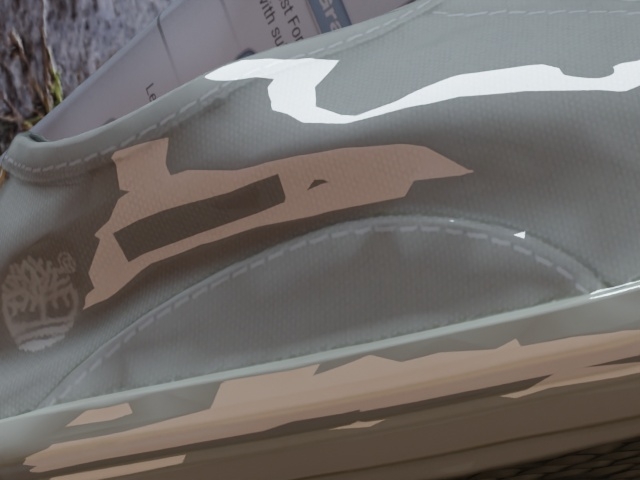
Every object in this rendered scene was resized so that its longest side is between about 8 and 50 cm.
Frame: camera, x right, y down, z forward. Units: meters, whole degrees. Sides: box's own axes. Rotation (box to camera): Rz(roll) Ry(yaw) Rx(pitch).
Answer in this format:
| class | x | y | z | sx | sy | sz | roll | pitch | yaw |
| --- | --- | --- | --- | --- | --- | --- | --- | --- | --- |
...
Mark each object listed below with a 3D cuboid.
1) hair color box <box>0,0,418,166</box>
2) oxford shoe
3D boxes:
| class | x | y | z | sx | sy | sz | roll | pitch | yaw |
| --- | --- | --- | --- | --- | --- | --- | --- | --- | --- |
| hair color box | 0.000 | 0.000 | 0.691 | 0.374 | 0.113 | 0.185 | -32 | 77 | 49 |
| oxford shoe | 0.102 | -0.012 | 0.427 | 0.449 | 0.169 | 0.130 | -11 | 73 | 19 |
